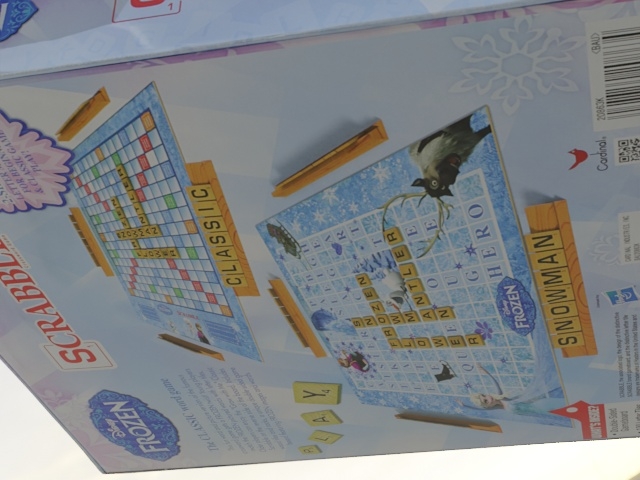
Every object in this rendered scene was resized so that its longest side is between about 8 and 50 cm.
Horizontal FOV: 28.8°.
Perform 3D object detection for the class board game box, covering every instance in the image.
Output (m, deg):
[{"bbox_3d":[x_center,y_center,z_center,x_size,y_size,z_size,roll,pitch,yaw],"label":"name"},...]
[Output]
[{"bbox_3d":[0.000,0.000,0.532,0.317,0.066,0.319,-6,-35,11],"label":"board game box"}]
